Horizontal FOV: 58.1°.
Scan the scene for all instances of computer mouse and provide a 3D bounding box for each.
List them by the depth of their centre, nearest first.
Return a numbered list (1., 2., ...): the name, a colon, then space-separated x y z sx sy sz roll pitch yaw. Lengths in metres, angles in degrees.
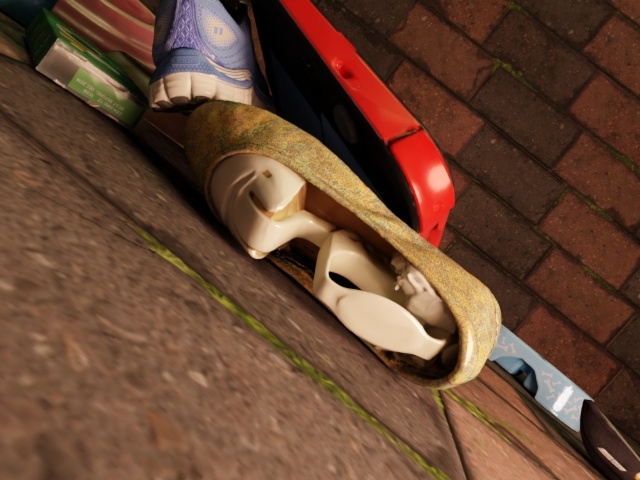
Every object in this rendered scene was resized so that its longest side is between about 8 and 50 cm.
1. computer mouse: 0.437 0.336 0.811 0.184 0.060 0.262 38 16 -47

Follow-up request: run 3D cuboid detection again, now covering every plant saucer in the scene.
1. plant saucer: -0.222 -0.199 0.903 0.311 0.050 0.310 39 5 -4
2. plant saucer: -0.410 -0.427 1.044 0.332 0.084 0.332 37 16 -12

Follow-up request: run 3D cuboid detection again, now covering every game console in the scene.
1. game console: 0.022 -0.095 0.699 0.342 0.060 0.386 53 -11 21

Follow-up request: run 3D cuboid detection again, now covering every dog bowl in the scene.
1. dog bowl: 0.451 0.277 1.242 0.297 0.074 0.166 42 7 31

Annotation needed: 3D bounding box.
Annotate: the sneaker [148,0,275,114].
1. sneaker: -0.118 -0.221 0.680 0.130 0.147 0.330 1 10 -4

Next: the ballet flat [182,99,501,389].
1. ballet flat: 0.000 0.000 0.493 0.349 0.123 0.123 38 6 5

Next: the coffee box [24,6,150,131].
1. coffee box: -0.260 -0.191 0.634 0.113 0.040 0.184 34 8 -41

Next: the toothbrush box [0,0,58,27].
1. toothbrush box: -0.420 -0.436 0.682 0.296 0.216 0.126 32 8 -39
